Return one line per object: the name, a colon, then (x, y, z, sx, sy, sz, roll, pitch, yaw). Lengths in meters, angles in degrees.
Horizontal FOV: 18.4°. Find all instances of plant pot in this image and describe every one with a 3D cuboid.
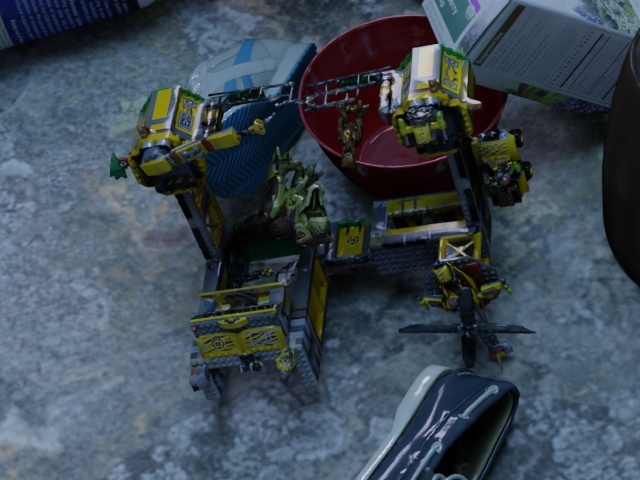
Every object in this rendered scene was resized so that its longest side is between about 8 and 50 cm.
plant pot: (0.314, -0.087, 1.553, 0.215, 0.230, 0.215, -8, 60, 13)

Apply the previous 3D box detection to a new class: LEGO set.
LEGO set: (0.000, 0.000, 1.557, 0.331, 0.255, 0.192, -2, 43, 9)

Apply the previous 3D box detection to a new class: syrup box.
syrup box: (0.213, -0.175, 1.676, 0.237, 0.096, 0.093, 11, 42, -32)

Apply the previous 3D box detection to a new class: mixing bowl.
mixing bowl: (0.076, -0.100, 1.720, 0.181, 0.098, 0.181, -5, 49, 6)

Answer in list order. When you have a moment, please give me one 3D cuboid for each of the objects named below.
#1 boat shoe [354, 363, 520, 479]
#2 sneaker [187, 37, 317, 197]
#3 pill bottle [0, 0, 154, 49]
boat shoe: (0.079, 0.201, 1.486, 0.079, 0.095, 0.254, 5, 43, 29)
sneaker: (-0.080, -0.108, 1.752, 0.092, 0.087, 0.228, 9, 32, 21)
pill bottle: (-0.240, -0.281, 1.895, 0.265, 0.153, 0.153, -16, 50, -2)
